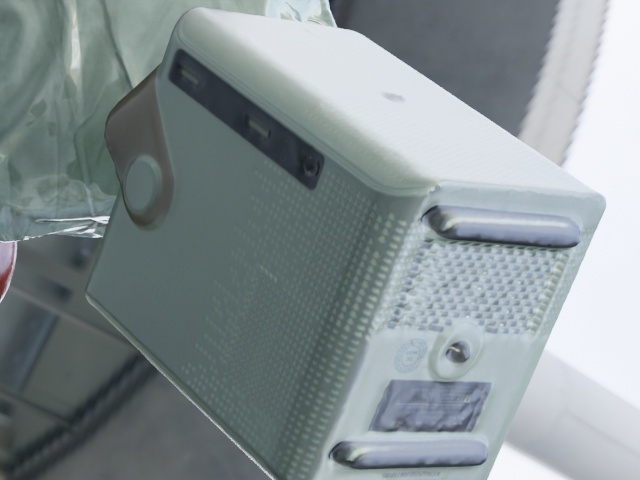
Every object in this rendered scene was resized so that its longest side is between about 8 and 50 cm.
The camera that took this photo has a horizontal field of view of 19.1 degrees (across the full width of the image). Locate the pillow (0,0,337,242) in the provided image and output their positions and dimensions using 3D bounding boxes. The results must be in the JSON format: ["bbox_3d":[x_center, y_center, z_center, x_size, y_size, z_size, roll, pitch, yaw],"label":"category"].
[{"bbox_3d":[-0.141,-0.136,1.142,0.138,0.310,0.283,141,-58,-73],"label":"pillow"}]

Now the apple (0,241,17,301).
[{"bbox_3d":[-0.336,-0.011,1.398,0.234,0.234,0.234,-21,-125,33],"label":"apple"}]

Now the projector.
[{"bbox_3d":[0.000,0.000,0.966,0.242,0.163,0.177,39,-65,41],"label":"projector"}]
